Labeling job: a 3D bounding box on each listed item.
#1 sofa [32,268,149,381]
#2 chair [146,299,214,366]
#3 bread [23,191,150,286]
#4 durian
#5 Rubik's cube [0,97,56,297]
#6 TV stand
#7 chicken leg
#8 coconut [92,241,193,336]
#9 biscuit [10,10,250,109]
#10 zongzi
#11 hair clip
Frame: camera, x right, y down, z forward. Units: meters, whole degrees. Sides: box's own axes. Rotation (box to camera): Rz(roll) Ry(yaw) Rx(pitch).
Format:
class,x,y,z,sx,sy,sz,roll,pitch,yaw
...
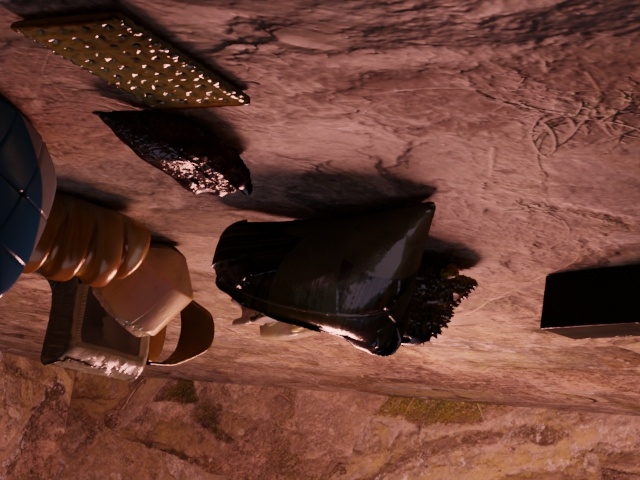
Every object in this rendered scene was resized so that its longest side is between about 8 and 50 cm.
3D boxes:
class,x,y,z,sx,sy,sz,roll,pitch,yaw
sofa,-0.425,0.131,2.286,0.176,0.225,0.210,-7,163,38
chair,-0.356,0.172,2.569,0.247,0.158,0.172,-3,166,45
bread,-0.422,-0.009,1.903,0.311,0.121,0.173,15,166,-23
durian,0.139,0.095,1.965,0.193,0.137,0.237,14,165,-23
Rubik's cube,-0.394,-0.032,1.534,0.254,0.254,0.254,8,167,2
TV stand,0.443,0.090,1.857,0.083,0.088,0.269,18,164,-32
chicken leg,-0.156,-0.100,1.475,0.105,0.063,0.234,-4,161,28
coconut,-0.289,0.071,2.129,0.147,0.152,0.147,43,176,4
biscuit,-0.179,-0.174,1.262,0.139,0.016,0.231,1,165,31
zongzi,0.000,0.000,1.738,0.289,0.154,0.317,15,142,3
hair clip,-0.079,0.162,2.573,0.159,0.071,0.218,-7,165,41
